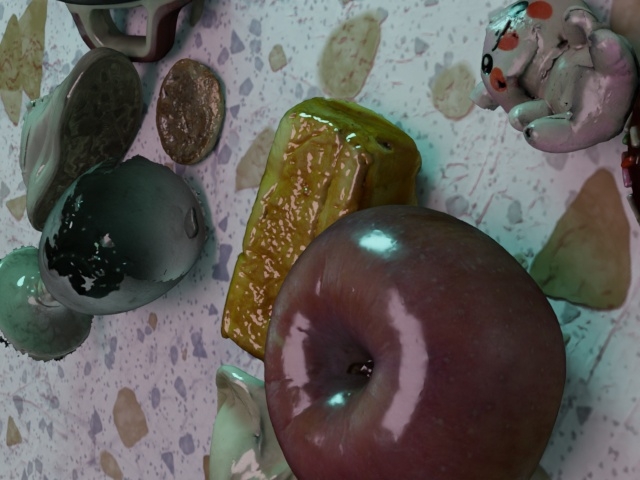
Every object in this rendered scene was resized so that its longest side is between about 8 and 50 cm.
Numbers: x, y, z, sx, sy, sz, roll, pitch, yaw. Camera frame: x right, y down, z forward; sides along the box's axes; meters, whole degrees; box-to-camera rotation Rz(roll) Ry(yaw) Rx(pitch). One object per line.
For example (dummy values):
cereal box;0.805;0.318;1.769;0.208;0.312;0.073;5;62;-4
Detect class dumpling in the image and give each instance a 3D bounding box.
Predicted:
dumpling;-0.030;0.267;1.298;0.243;0.187;0.318;-175;68;-74

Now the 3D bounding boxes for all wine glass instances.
wine glass;-0.303;0.026;1.572;0.357;0.190;0.190;-32;67;48

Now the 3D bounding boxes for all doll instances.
doll;0.213;-0.157;1.057;0.149;0.095;0.192;-63;35;21

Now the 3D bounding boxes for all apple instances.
apple;0.092;0.119;1.096;0.305;0.235;0.306;-2;87;45

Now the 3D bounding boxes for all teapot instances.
teapot;-0.283;-0.379;1.546;0.312;0.233;0.315;0;118;54

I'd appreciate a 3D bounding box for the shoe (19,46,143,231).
shoe;-0.356;-0.167;1.674;0.159;0.124;0.316;56;130;36

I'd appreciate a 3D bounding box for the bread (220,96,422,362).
bread;0.000;0.000;1.271;0.167;0.132;0.294;33;113;42

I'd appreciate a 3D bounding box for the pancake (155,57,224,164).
pancake;-0.172;-0.167;1.539;0.139;0.022;0.139;2;93;48

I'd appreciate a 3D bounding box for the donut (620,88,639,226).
donut;0.349;-0.074;0.909;0.269;0.103;0.270;3;94;49
